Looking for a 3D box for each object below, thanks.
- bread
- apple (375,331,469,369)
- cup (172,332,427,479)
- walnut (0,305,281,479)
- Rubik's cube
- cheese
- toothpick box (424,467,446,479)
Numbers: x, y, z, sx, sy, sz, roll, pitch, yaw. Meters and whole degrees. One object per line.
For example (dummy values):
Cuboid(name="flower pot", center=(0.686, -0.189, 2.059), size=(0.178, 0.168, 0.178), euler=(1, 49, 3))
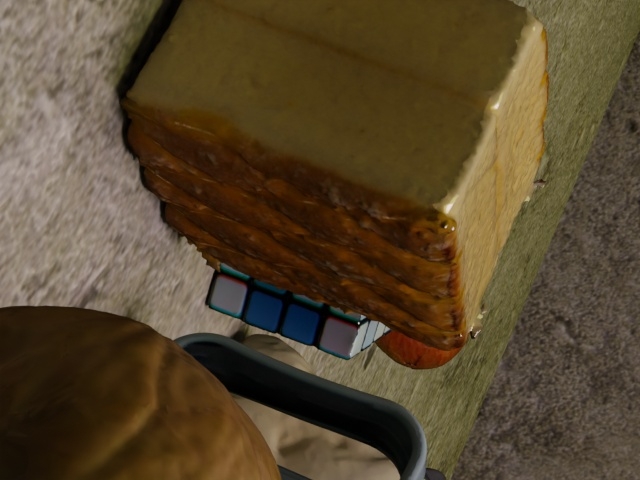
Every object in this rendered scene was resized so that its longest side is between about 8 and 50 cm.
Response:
Cuboid(name="bread", center=(0.021, -0.080, 1.283), size=(0.207, 0.279, 0.279), euler=(-63, 161, -17))
Cuboid(name="apple", center=(0.129, 0.103, 2.172), size=(0.146, 0.146, 0.146), euler=(21, 90, -75))
Cuboid(name="cup", center=(-0.089, 0.258, 1.251), size=(0.331, 0.311, 0.257), euler=(-43, 150, -60))
Cuboid(name="walnut", center=(-0.170, 0.202, 0.959), size=(0.333, 0.333, 0.333), euler=(21, 90, -75))
Cuboid(name="Rubik's cube", center=(0.004, 0.005, 1.566), size=(0.154, 0.151, 0.155), euler=(-25, 134, -68))
Cuboid(name="cheese", center=(-0.074, 0.224, 1.613), size=(0.248, 0.251, 0.173), euler=(-14, 148, -29))
Cuboid(name="toothpick box", center=(0.028, 0.367, 1.987), size=(0.229, 0.229, 0.316), euler=(-33, 141, -66))
